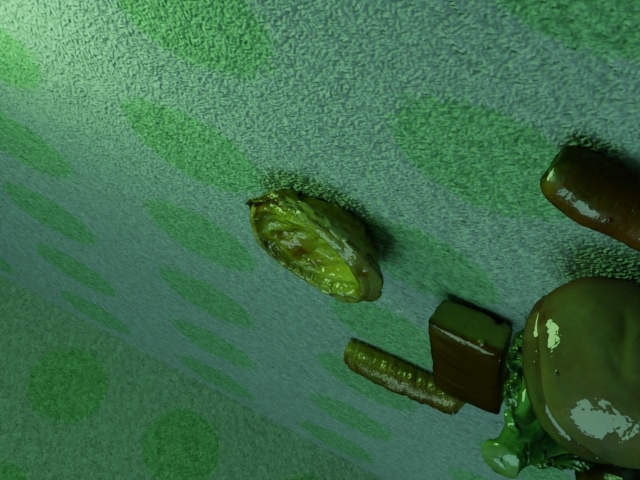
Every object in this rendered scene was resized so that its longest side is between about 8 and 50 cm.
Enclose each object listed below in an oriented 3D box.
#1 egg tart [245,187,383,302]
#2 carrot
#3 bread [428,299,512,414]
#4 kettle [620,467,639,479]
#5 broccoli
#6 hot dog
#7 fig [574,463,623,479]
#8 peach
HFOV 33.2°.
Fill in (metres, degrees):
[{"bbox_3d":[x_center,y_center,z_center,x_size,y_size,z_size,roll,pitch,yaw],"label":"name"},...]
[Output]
[{"bbox_3d":[0.000,0.000,1.796,0.279,0.095,0.279,30,159,13],"label":"egg tart"},{"bbox_3d":[0.346,-0.038,1.228,0.193,0.087,0.087,30,161,0],"label":"carrot"},{"bbox_3d":[0.276,0.217,1.964,0.138,0.077,0.361,24,160,18],"label":"bread"},{"bbox_3d":[0.640,0.418,1.784,0.324,0.228,0.321,44,-167,2],"label":"kettle"},{"bbox_3d":[0.368,0.278,1.737,0.269,0.269,0.254,34,148,-13],"label":"broccoli"},{"bbox_3d":[0.178,0.300,2.324,0.289,0.068,0.083,23,153,19],"label":"hot dog"},{"bbox_3d":[0.558,0.465,2.097,0.274,0.145,0.170,25,141,35],"label":"fig"},{"bbox_3d":[0.404,0.176,1.457,0.292,0.247,0.292,54,171,13],"label":"peach"}]
